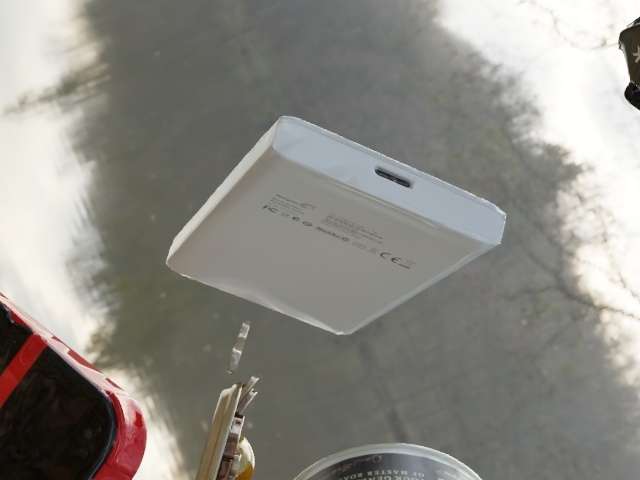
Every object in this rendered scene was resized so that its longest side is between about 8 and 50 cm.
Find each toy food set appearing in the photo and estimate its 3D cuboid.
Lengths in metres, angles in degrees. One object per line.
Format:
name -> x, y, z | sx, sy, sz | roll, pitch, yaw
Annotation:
toy food set -> -0.065, 0.161, 0.883 | 0.132, 0.038, 0.192 | -89, -165, -84

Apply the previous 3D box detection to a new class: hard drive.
hard drive -> 0.000, 0.000, 1.264 | 0.353, 0.233, 0.047 | -40, -149, 61

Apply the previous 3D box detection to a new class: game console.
game console -> -0.396, 0.271, 1.361 | 0.342, 0.386, 0.060 | 31, -8, 36

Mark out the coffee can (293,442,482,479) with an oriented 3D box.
coffee can -> 0.055, 0.314, 0.927 | 0.275, 0.201, 0.201 | -91, 161, -63

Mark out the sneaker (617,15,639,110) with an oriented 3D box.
sneaker -> 0.223, -0.130, 0.705 | 0.078, 0.106, 0.234 | 41, -9, 15
